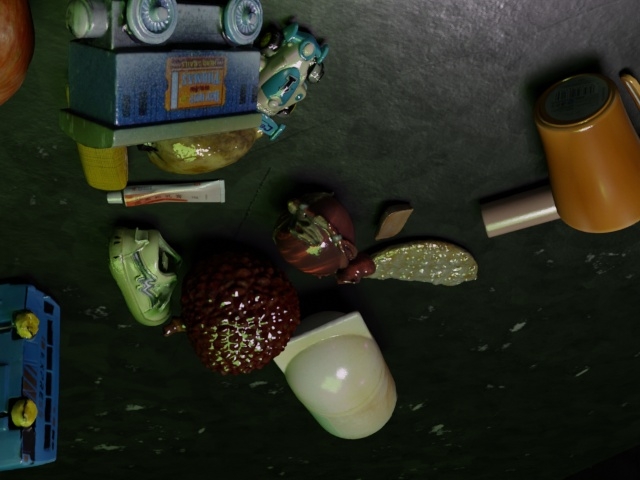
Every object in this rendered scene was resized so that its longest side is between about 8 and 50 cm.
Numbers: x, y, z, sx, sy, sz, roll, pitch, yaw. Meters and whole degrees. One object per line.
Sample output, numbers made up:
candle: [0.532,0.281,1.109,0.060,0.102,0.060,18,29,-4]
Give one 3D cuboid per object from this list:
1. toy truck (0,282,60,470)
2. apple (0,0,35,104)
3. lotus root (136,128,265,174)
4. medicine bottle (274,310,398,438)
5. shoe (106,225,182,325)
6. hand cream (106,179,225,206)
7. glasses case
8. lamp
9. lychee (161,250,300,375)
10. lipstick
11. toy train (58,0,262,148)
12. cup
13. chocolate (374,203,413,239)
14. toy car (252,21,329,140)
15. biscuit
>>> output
toy truck: [-0.656,0.290,1.476,0.161,0.384,0.162,-10,161,9]
apple: [-0.501,-0.278,0.826,0.302,0.301,0.301,-3,144,-2]
lotus root: [-0.184,-0.169,1.101,0.214,0.138,0.138,-5,145,-18]
medicine bottle: [0.036,0.309,1.684,0.236,0.235,0.406,-12,143,10]
shoe: [-0.351,0.078,1.410,0.128,0.140,0.262,-1,137,16]
hand cream: [-0.287,-0.085,1.292,0.216,0.038,0.052,-3,171,-8]
glasses case: [-0.361,-0.169,1.137,0.079,0.064,0.234,2,143,-6]
lamp: [-0.011,0.004,1.333,0.151,0.215,0.223,-29,113,-19]
lychee: [-0.185,0.149,1.434,0.300,0.264,0.264,-10,148,-26]
lipstick: [0.444,-0.073,1.347,0.255,0.070,0.070,-17,142,17]
toy train: [-0.188,-0.228,0.889,0.300,0.131,0.201,-19,123,-51]
cup: [0.479,-0.162,1.176,0.226,0.182,0.264,-43,131,-4]
chocolate: [0.143,-0.042,1.393,0.065,0.031,0.100,-12,151,-20]
toy car: [-0.061,-0.237,1.048,0.126,0.098,0.161,26,136,-38]
biscuit: [0.227,0.044,1.511,0.290,0.038,0.141,6,142,-17]
